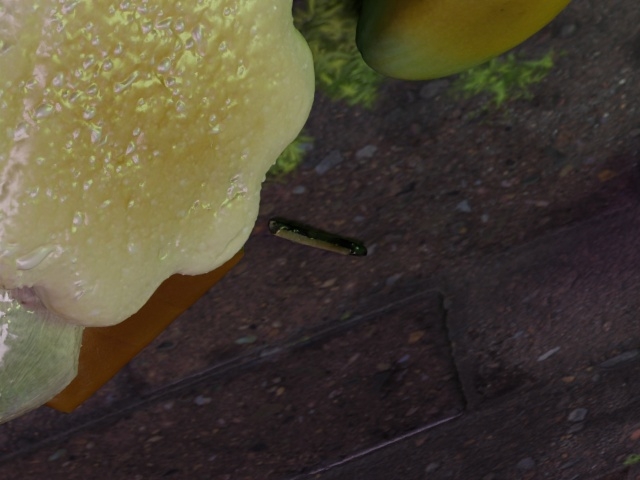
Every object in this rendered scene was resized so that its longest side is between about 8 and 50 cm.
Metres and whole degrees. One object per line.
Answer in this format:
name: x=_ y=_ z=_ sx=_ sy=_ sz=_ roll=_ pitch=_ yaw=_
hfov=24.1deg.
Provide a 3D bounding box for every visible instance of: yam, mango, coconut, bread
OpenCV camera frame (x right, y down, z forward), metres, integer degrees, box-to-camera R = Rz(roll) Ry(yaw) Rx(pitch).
yam: x=0.000 y=0.000 z=1.243 sx=0.107 sy=0.014 sz=0.014 roll=15 pitch=129 yaw=-40
mango: x=0.105 y=-0.180 z=1.015 sx=0.194 sy=0.092 sz=0.130 roll=-35 pitch=144 yaw=22
coconut: x=-0.249 y=0.049 z=1.022 sx=0.194 sy=0.194 sz=0.194 roll=-15 pitch=142 yaw=-12
bread: x=-0.163 y=0.052 z=1.192 sx=0.226 sy=0.049 sz=0.088 roll=-41 pitch=140 yaw=23
bread: x=-0.120 y=-0.092 z=0.927 sx=0.316 sy=0.054 sz=0.316 roll=-20 pitch=123 yaw=-34
